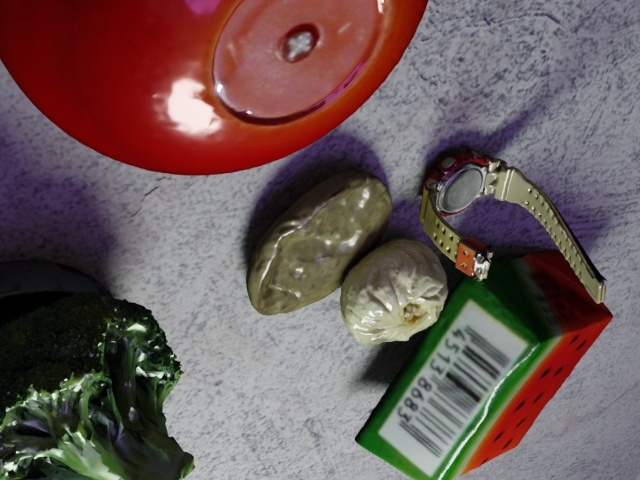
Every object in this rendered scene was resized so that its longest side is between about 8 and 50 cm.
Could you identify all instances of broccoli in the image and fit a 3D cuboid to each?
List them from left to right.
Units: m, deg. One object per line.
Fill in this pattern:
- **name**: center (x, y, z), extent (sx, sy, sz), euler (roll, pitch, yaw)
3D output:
- **broccoli**: center (-0.244, 0.177, 0.976), extent (0.261, 0.241, 0.269), euler (-42, 176, -27)

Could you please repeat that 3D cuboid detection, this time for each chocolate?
- **chocolate**: center (0.272, 0.200, 1.522), extent (0.341, 0.161, 0.360), euler (-6, 132, -53)

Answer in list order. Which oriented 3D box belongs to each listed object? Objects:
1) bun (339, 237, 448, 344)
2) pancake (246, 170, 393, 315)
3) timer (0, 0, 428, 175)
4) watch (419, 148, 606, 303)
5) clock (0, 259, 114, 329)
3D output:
- **bun**: center (0.107, 0.080, 1.335), extent (0.164, 0.111, 0.188), euler (-48, 154, 4)
- **pancake**: center (0.000, 0.000, 1.243), extent (0.241, 0.050, 0.242), euler (-31, 153, -18)
- **timer**: center (-0.084, -0.230, 0.765), extent (0.377, 0.279, 0.378), euler (-24, 142, -20)
- **watch**: center (0.236, -0.010, 1.248), extent (0.164, 0.268, 0.102), euler (-13, 136, -17)
- **clock**: center (-0.363, 0.163, 1.089), extent (0.325, 0.067, 0.325), euler (-22, 139, -21)
